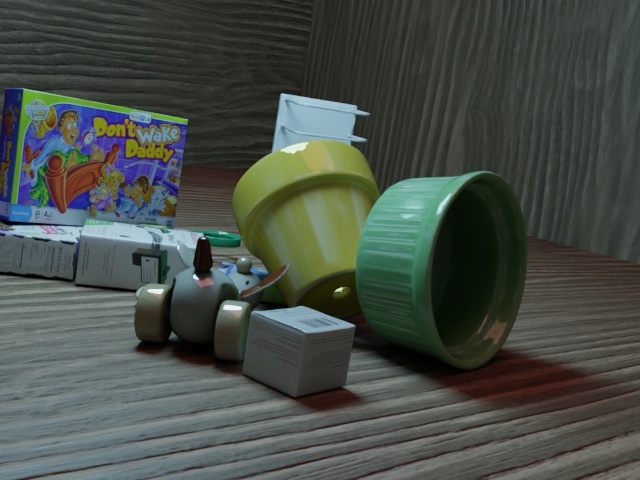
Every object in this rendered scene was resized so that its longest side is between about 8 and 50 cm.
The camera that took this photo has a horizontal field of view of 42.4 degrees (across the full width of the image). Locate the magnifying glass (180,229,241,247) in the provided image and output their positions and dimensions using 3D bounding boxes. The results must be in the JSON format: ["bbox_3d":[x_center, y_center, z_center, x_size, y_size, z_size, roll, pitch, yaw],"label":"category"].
[{"bbox_3d":[-0.276,-0.006,1.742,0.231,0.026,0.092,5,10,-33],"label":"magnifying glass"}]

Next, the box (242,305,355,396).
[{"bbox_3d":[-0.028,0.141,1.068,0.102,0.087,0.101,16,11,39],"label":"box"}]

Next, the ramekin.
[{"bbox_3d":[0.189,0.040,1.295,0.148,0.303,0.303,6,5,40],"label":"ramekin"}]

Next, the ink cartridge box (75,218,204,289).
[{"bbox_3d":[-0.313,0.029,1.465,0.220,0.092,0.160,7,10,-14],"label":"ink cartridge box"}]

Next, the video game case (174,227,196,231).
[{"bbox_3d":[-0.369,0.002,1.767,0.249,0.035,0.275,9,9,-6],"label":"video game case"}]

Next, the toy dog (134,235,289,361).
[{"bbox_3d":[-0.156,0.059,1.220,0.220,0.160,0.334,8,9,-13],"label":"toy dog"}]

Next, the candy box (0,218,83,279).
[{"bbox_3d":[-0.524,0.009,1.445,0.196,0.070,0.165,7,8,-14],"label":"candy box"}]

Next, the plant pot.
[{"bbox_3d":[0.000,0.000,1.393,0.254,0.254,0.238,3,51,-33],"label":"plant pot"}]

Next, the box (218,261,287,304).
[{"bbox_3d":[-0.099,0.082,1.511,0.178,0.042,0.109,10,9,-1],"label":"box"}]

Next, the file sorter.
[{"bbox_3d":[-0.004,-0.192,1.959,0.193,0.277,0.173,6,11,-18],"label":"file sorter"}]

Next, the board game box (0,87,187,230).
[{"bbox_3d":[-0.431,-0.145,1.574,0.347,0.233,0.078,3,6,-45],"label":"board game box"}]

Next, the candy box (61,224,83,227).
[{"bbox_3d":[-0.530,-0.090,1.742,0.317,0.122,0.268,-11,15,-40],"label":"candy box"}]

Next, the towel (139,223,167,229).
[{"bbox_3d":[-0.329,0.011,1.619,0.060,0.083,0.009,6,-10,-28],"label":"towel"}]
